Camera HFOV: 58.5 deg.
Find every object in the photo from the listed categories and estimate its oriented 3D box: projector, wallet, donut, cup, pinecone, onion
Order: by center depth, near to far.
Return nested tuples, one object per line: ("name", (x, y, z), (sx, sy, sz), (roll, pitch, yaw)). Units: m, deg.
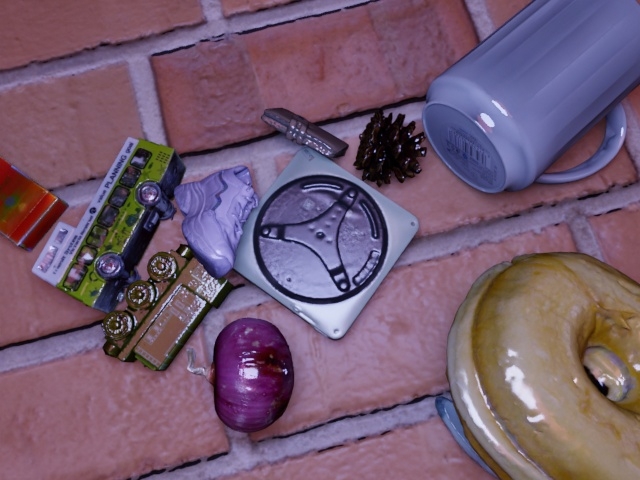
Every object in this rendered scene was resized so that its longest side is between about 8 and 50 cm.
("donut", (0.391, 0.216, 0.841), (0.450, 0.198, 0.448), (9, 56, -13))
("onion", (-0.114, 0.211, 0.902), (0.154, 0.177, 0.177), (-25, 78, -7))
("cup", (0.380, -0.224, 0.987), (0.327, 0.237, 0.322), (-42, 110, -9))
("projector", (0.000, 0.000, 0.997), (0.257, 0.079, 0.259), (35, 79, 9))
("pinecone", (0.124, -0.158, 1.007), (0.121, 0.140, 0.140), (13, 78, -8))
("wallet", (-0.026, -0.196, 1.028), (0.153, 0.118, 0.038), (32, 110, 4))

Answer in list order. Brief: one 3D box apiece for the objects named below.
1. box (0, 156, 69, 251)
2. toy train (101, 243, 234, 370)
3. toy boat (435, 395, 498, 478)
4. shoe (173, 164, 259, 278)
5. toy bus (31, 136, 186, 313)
("box", (-0.563, -0.074, 1.034), (0.175, 0.048, 0.112), (35, 78, 8))
("toy train", (-0.262, 0.119, 0.969), (0.137, 0.090, 0.225), (34, 80, 4))
("toy boat", (0.290, 0.311, 0.937), (0.134, 0.078, 0.208), (-41, 70, -19))
("shoe", (-0.159, -0.041, 0.952), (0.138, 0.095, 0.245), (-30, 40, 1))
("toy bus", (-0.355, -0.032, 0.996), (0.139, 0.113, 0.301), (23, 76, 6))
